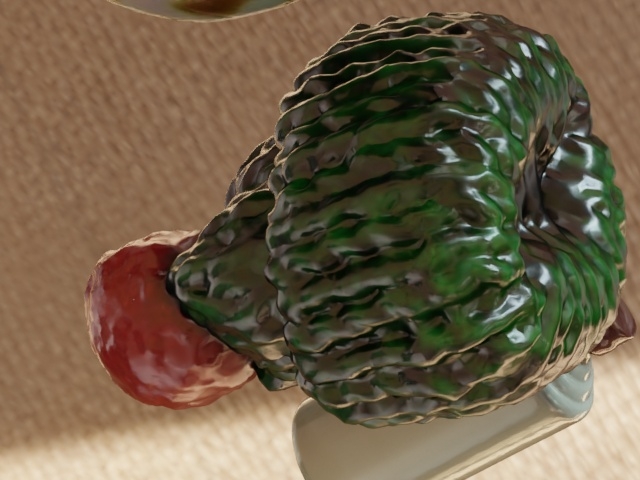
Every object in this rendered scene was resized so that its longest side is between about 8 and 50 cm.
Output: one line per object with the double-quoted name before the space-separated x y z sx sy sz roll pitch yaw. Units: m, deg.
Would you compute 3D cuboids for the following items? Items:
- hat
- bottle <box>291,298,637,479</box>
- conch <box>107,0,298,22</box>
"hat" 0.000 0.000 1.206 0.332 0.274 0.242 -14 92 25
"bottle" 0.102 0.101 1.337 0.245 0.104 0.104 -32 64 27
"conch" -0.068 -0.243 1.073 0.368 0.197 0.249 -12 111 23
